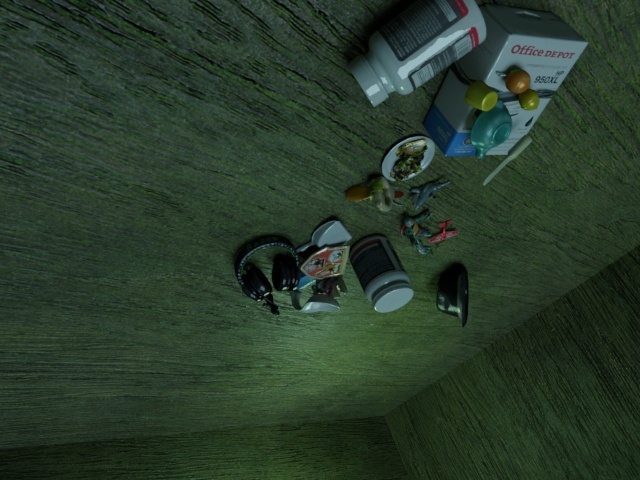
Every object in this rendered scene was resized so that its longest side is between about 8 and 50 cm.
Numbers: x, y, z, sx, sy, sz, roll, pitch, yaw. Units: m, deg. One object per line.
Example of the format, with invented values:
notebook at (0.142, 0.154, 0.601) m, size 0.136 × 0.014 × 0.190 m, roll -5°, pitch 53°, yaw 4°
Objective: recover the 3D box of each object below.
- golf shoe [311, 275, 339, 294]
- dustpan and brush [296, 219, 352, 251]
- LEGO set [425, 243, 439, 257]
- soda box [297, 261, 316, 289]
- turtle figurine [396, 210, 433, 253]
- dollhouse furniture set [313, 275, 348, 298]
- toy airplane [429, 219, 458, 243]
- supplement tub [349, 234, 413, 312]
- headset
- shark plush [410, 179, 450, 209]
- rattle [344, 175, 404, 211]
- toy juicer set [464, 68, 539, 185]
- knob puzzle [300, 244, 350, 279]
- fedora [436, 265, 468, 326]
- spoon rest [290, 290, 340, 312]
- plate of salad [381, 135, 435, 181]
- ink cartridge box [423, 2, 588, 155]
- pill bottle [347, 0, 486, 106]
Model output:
golf shoe at (0.025, 0.163, 1.963) m, size 0.085 × 0.186 × 0.068 m, roll 5°, pitch 110°, yaw 20°
dustpan and brush at (0.000, 0.000, 1.797) m, size 0.211 × 0.060 × 0.147 m, roll -36°, pitch 142°, yaw 6°
LEGO set at (0.510, 0.045, 2.167) m, size 0.083 × 0.023 × 0.054 m, roll -38°, pitch 147°, yaw -2°
soda box at (-0.026, 0.116, 1.912) m, size 0.210 × 0.067 × 0.071 m, roll -29°, pitch 144°, yaw 9°
turtle figurine at (0.393, -0.043, 1.906) m, size 0.176 × 0.118 × 0.234 m, roll -64°, pitch 147°, yaw -13°
dollhouse furniture set at (0.052, 0.240, 2.069) m, size 0.143 × 0.123 × 0.151 m, roll 0°, pitch 139°, yaw -29°
toy airplane at (0.541, -0.036, 2.065) m, size 0.151 × 0.028 × 0.151 m, roll -16°, pitch 144°, yaw -12°
supplement tub at (0.245, 0.133, 1.909) m, size 0.190 × 0.272 × 0.191 m, roll -15°, pitch 144°, yaw -11°
headset at (-0.202, 0.137, 1.821) m, size 0.243 × 0.185 × 0.395 m, roll -17°, pitch 130°, yaw -14°
shark plush at (0.415, -0.176, 1.777) m, size 0.161 × 0.067 × 0.073 m, roll -23°, pitch 145°, yaw 0°
rattle at (0.203, -0.153, 1.692) m, size 0.142 × 0.130 × 0.199 m, roll -29°, pitch 173°, yaw 27°
toy juicer set at (0.514, -0.336, 1.328) m, size 0.209 × 0.089 × 0.329 m, roll -32°, pitch 136°, yaw -5°
knob puzzle at (0.016, 0.097, 1.830) m, size 0.212 × 0.030 × 0.213 m, roll -13°, pitch 140°, yaw -11°
fedora at (0.678, 0.288, 2.418) m, size 0.152 × 0.335 × 0.334 m, roll 0°, pitch 151°, yaw 21°
spoon rest at (-0.030, 0.263, 1.954) m, size 0.137 × 0.084 × 0.276 m, roll 22°, pitch 166°, yaw -35°
plate of salad at (0.306, -0.271, 1.609) m, size 0.199 × 0.048 × 0.200 m, roll -16°, pitch 144°, yaw -12°
ink cartridge box at (0.527, -0.454, 1.389) m, size 0.285 × 0.166 × 0.395 m, roll -5°, pitch 141°, yaw -22°
pill bottle at (0.232, -0.483, 1.179) m, size 0.318 × 0.177 × 0.176 m, roll -33°, pitch 144°, yaw 13°
